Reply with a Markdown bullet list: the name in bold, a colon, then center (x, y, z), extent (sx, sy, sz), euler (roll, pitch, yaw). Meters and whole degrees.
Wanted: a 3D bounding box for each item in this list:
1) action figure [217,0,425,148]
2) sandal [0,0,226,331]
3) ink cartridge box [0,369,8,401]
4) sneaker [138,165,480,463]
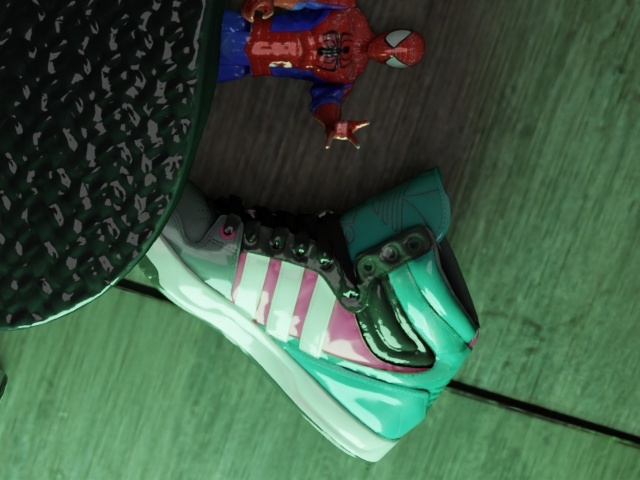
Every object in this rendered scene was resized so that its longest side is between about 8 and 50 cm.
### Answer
- **action figure**: center (-0.068, -0.119, 1.198), extent (0.280, 0.139, 0.091), euler (-1, 107, -4)
- **sandal**: center (-0.116, -0.145, 1.121), extent (0.167, 0.107, 0.446), euler (26, 101, 10)
- **ink cartridge box**: center (-0.415, 0.059, 1.270), extent (0.371, 0.069, 0.176), euler (37, 102, -13)
- **sneaker**: center (0.000, 0.000, 1.232), extent (0.178, 0.124, 0.295), euler (-42, 110, 14)
